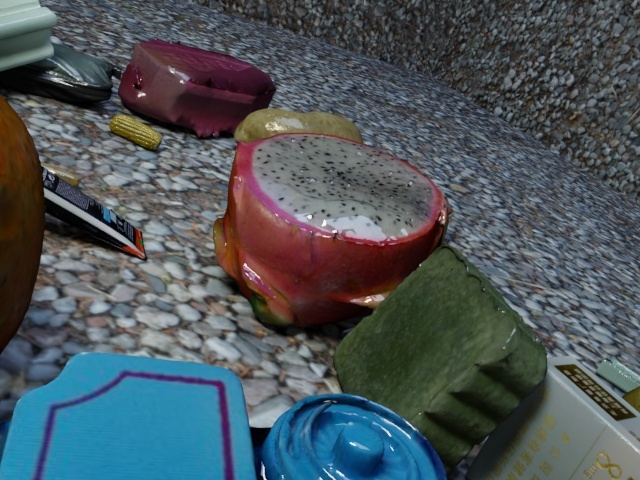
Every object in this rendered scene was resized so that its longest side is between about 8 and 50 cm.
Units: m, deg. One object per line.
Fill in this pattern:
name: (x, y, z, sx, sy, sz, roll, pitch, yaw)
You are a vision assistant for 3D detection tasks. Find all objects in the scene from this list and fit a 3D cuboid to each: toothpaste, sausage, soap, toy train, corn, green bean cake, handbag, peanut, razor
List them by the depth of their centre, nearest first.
toy train: (-0.057, 0.203, 0.347, 0.265, 0.188, 0.300, 10, 27, -19)
green bean cake: (0.112, 0.117, 0.676, 0.094, 0.185, 0.183, 34, 15, -23)
toothpaste: (-0.283, -0.036, 0.798, 0.193, 0.045, 0.071, 34, 14, -35)
sausage: (-0.378, -0.095, 0.896, 0.132, 0.024, 0.024, 17, 23, -13)
razor: (0.517, 0.249, 0.959, 0.277, 0.056, 0.111, 28, 21, 30)
soap: (-0.553, -0.313, 1.027, 0.159, 0.088, 0.265, 37, 41, 14)
corn: (-0.302, -0.177, 1.134, 0.092, 0.037, 0.037, 29, 23, 5)
handbag: (-0.512, -0.311, 1.194, 0.332, 0.075, 0.192, 9, 24, -22)
peanut: (-0.037, -0.184, 1.296, 0.253, 0.122, 0.137, -1, 23, -36)
soap: (-0.238, -0.293, 1.337, 0.220, 0.127, 0.324, 36, 27, 33)

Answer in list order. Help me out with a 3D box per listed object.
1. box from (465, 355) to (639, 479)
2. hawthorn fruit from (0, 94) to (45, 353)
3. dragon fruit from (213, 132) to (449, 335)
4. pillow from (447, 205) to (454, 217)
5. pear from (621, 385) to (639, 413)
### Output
box: (0.253, 0.235, 0.598, 0.067, 0.155, 0.243, 3, 29, -37)
hawthorn fruit: (-0.312, -0.021, 0.430, 0.276, 0.277, 0.298, 8, -18, -26)
dragon fruit: (0.000, 0.000, 0.859, 0.290, 0.189, 0.291, 12, 28, -7)
pillow: (0.125, -0.060, 1.224, 0.179, 0.075, 0.171, 31, 29, 25)
pear: (0.408, 0.224, 0.717, 0.228, 0.188, 0.211, 7, 30, -28)
